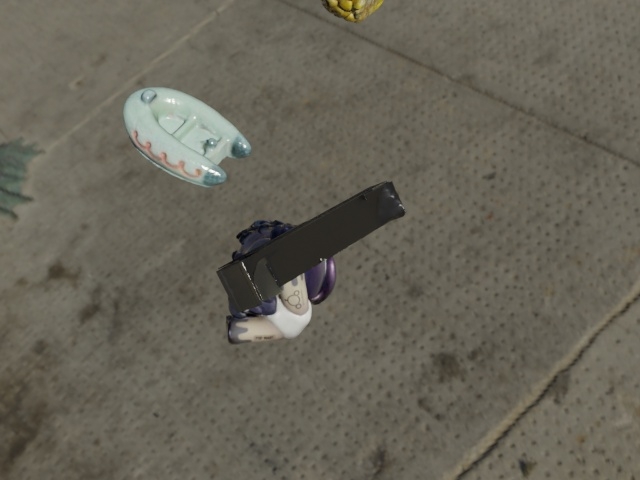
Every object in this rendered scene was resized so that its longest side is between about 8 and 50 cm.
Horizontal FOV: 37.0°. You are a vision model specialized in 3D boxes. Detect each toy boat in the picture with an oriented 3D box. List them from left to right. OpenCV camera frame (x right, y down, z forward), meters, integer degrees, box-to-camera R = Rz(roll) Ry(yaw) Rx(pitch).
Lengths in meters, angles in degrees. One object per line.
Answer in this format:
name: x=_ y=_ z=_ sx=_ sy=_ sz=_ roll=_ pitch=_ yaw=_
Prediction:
toy boat: x=-0.212 y=-0.172 z=1.481 sx=0.208 sy=0.079 sz=0.134 roll=33 pitch=55 yaw=9

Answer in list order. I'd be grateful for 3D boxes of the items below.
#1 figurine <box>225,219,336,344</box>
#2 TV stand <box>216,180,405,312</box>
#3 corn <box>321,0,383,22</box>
figurine: x=-0.045 y=0.042 z=1.212 sx=0.145 sy=0.145 sz=0.222 roll=-20 pitch=23 yaw=11
TV stand: x=0.000 y=0.000 z=0.991 sx=0.040 sy=0.049 sz=0.256 roll=-21 pitch=6 yaw=43
corn: x=-0.026 y=-0.432 z=1.076 sx=0.144 sy=0.144 sz=0.387 roll=-33 pitch=88 yaw=-1
